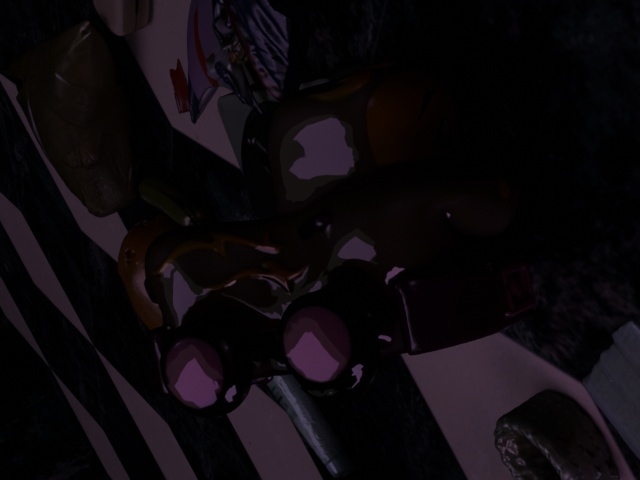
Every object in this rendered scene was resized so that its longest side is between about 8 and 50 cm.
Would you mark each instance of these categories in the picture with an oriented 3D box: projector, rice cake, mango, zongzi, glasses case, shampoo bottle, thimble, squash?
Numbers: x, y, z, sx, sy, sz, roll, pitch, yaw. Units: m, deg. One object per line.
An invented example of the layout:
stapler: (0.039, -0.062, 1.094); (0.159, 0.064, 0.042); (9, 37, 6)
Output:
projector: (0.000, -0.042, 1.074); (0.259, 0.079, 0.257); (4, 119, 59)
rice cake: (0.298, 0.167, 0.771); (0.237, 0.043, 0.127); (50, 154, 24)
mango: (-0.200, 0.076, 1.525); (0.248, 0.151, 0.156); (51, -168, -1)
zongzi: (-0.314, -0.165, 1.459); (0.300, 0.145, 0.273); (6, 122, 63)
glasses case: (-0.245, -0.336, 1.268); (0.083, 0.050, 0.196); (50, 153, 17)
shampoo bottle: (-0.016, 0.251, 1.453); (0.190, 0.041, 0.069); (54, 149, 14)
thimble: (0.213, 0.192, 0.933); (0.110, 0.062, 0.084); (40, 147, 37)
squash: (-0.209, -0.055, 1.491); (0.183, 0.052, 0.052); (35, 144, 47)

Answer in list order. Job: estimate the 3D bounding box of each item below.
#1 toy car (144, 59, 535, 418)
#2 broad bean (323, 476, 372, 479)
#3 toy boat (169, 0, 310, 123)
toy car: (0.000, 0.000, 0.862); (0.341, 0.271, 0.240); (-15, 87, 28)
broad bean: (0.052, 0.403, 1.389); (0.189, 0.121, 0.263); (46, 155, 13)
toy boat: (-0.096, -0.233, 1.047); (0.318, 0.072, 0.219); (8, 107, 64)
